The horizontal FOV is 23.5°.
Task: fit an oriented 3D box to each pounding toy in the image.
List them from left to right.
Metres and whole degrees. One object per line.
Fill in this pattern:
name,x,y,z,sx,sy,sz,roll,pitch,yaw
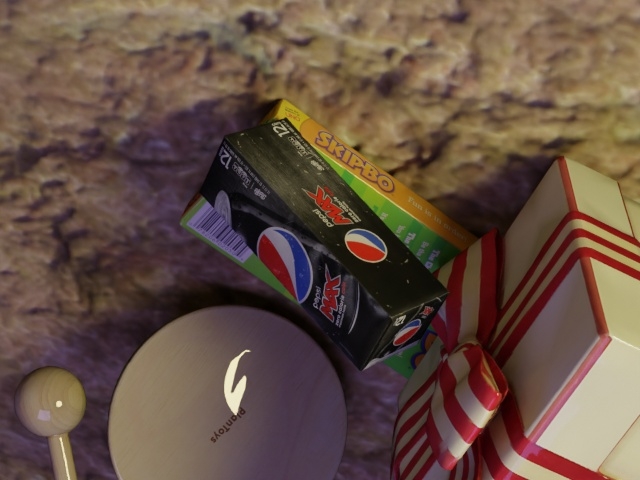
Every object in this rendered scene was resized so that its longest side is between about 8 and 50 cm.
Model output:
pounding toy,-0.105,0.145,1.185,0.237,0.110,0.182,-17,96,-14

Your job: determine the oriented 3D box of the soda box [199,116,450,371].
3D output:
soda box,0.000,0.000,0.976,0.169,0.060,0.053,47,134,23

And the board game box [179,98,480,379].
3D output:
board game box,0.040,0.018,1.092,0.259,0.039,0.124,36,127,-12

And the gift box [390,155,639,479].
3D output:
gift box,0.175,0.138,0.975,0.258,0.255,0.276,26,111,-12
